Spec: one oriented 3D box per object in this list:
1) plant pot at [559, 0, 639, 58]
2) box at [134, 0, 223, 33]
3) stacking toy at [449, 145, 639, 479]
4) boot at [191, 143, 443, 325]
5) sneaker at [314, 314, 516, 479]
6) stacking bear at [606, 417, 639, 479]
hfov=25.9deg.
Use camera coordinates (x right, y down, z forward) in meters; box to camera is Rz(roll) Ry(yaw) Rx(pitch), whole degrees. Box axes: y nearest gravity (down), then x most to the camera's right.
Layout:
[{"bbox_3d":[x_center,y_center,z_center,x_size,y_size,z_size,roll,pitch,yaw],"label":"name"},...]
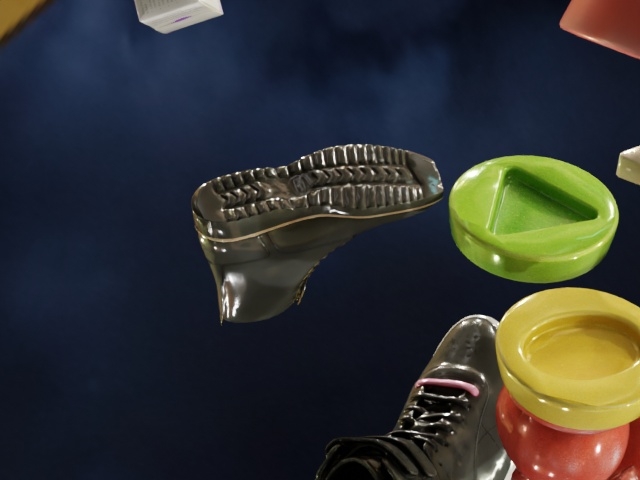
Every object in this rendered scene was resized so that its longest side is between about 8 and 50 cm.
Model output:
[{"bbox_3d":[0.421,-0.290,1.459,0.275,0.275,0.243,27,-75,31],"label":"plant pot"},{"bbox_3d":[-0.167,-0.359,1.308,0.067,0.063,0.324,-17,-97,15],"label":"box"},{"bbox_3d":[0.244,0.055,1.080,0.308,0.130,0.279,-11,-139,-15],"label":"stacking toy"},{"bbox_3d":[0.000,0.000,1.139,0.197,0.137,0.077,-6,-136,-2],"label":"boot"},{"bbox_3d":[0.078,0.160,1.078,0.104,0.147,0.296,1,-124,33],"label":"sneaker"},{"bbox_3d":[0.283,0.180,1.234,0.175,0.289,0.164,-29,-102,4],"label":"stacking bear"}]
